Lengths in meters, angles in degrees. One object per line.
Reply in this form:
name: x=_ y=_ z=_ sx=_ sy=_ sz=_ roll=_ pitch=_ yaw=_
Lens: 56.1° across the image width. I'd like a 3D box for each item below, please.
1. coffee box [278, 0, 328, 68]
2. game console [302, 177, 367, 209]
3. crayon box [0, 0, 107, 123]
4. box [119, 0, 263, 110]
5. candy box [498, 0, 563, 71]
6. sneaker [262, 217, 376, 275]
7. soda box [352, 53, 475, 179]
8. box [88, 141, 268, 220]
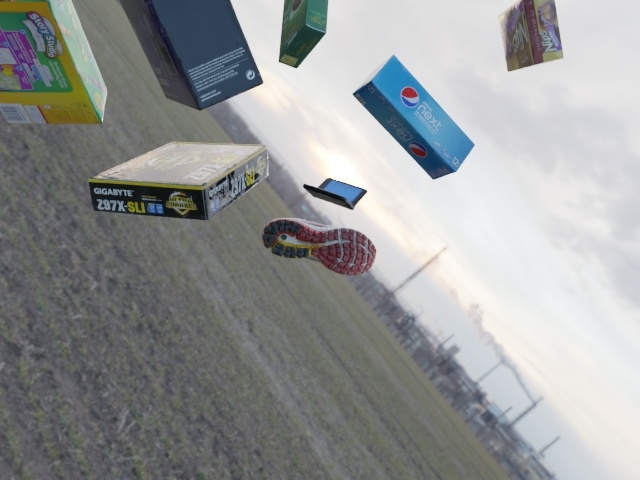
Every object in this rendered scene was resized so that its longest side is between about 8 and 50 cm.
coffee box: x=-0.026 y=-0.397 z=1.016 sx=0.040 sy=0.184 sz=0.113 roll=14 pitch=-25 yaw=-25
game console: x=0.036 y=-0.127 z=1.464 sx=0.122 sy=0.071 sz=0.107 roll=20 pitch=-8 yaw=27
crayon box: x=-0.463 y=-0.301 z=0.958 sx=0.278 sy=0.165 sz=0.081 roll=96 pitch=-7 yaw=-62
box: x=-0.194 y=-0.295 z=0.848 sx=0.261 sy=0.103 sz=0.184 roll=34 pitch=-33 yaw=62
candy box: x=0.357 y=-0.352 z=1.030 sx=0.187 sy=0.053 sz=0.109 roll=-67 pitch=144 yaw=-76
sneaker: x=0.000 y=0.000 z=1.124 sx=0.225 sy=0.088 sz=0.093 roll=18 pitch=8 yaw=-13
soda box: x=0.158 y=-0.203 z=1.010 sx=0.210 sy=0.071 sz=0.067 roll=44 pitch=-22 yaw=-15
box: x=-0.286 y=-0.137 z=1.287 sx=0.322 sy=0.257 sz=0.079 roll=-51 pitch=144 yaw=-61
